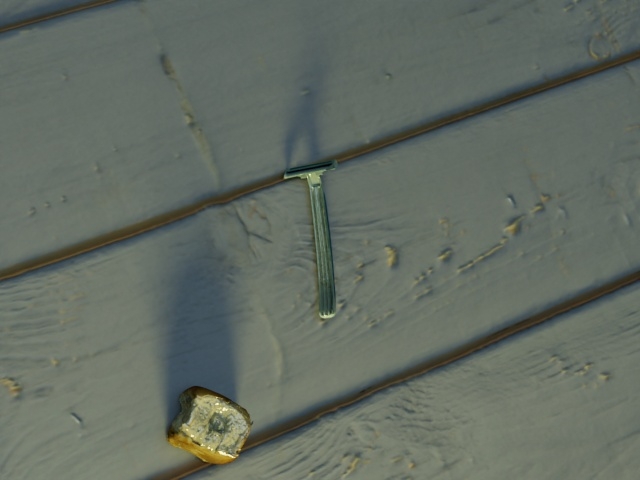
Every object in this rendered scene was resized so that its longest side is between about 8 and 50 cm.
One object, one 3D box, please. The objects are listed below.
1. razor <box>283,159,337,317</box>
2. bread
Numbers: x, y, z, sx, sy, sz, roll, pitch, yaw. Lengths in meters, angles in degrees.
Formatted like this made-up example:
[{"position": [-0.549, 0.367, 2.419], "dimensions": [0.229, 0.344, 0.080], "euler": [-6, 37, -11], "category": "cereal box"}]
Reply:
[{"position": [0.001, 0.000, 1.934], "dimensions": [0.068, 0.037, 0.191], "euler": [-11, 80, 18], "category": "razor"}, {"position": [-0.125, 0.207, 1.804], "dimensions": [0.083, 0.070, 0.077], "euler": [30, 67, -15], "category": "bread"}]
